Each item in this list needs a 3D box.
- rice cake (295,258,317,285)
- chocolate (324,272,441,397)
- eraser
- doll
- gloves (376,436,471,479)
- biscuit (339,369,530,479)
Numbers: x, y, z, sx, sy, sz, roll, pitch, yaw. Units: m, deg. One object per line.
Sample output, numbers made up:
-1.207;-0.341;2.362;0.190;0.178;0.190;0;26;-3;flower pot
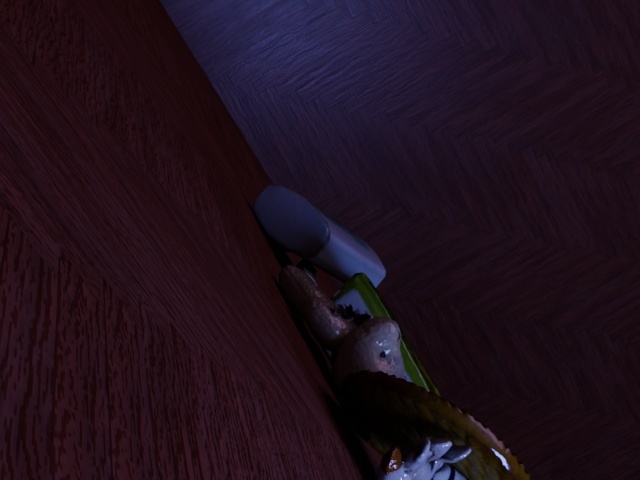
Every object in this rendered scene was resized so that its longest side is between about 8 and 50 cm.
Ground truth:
-0.032;0.070;2.296;0.045;0.042;0.245;47;4;-3;rice cake
0.116;0.243;2.161;0.301;0.137;0.289;62;3;21;chocolate
0.000;0.000;2.356;0.189;0.104;0.290;36;1;31;eraser
0.038;0.140;1.919;0.175;0.149;0.278;-5;44;-52;doll
0.138;0.334;1.604;0.131;0.140;0.219;6;-28;50;gloves
0.164;0.293;1.710;0.318;0.040;0.318;30;-24;15;biscuit
